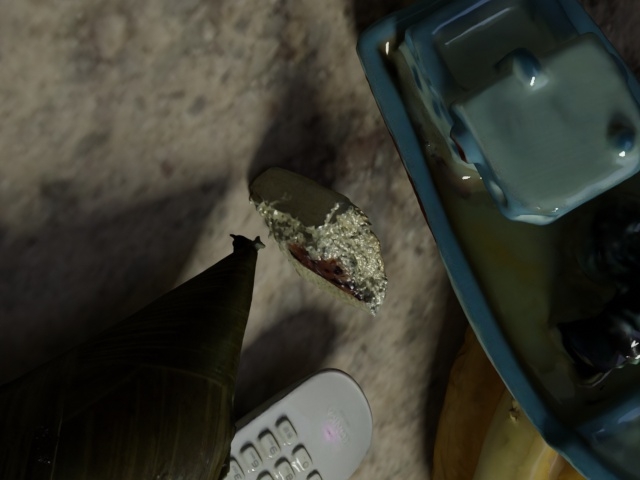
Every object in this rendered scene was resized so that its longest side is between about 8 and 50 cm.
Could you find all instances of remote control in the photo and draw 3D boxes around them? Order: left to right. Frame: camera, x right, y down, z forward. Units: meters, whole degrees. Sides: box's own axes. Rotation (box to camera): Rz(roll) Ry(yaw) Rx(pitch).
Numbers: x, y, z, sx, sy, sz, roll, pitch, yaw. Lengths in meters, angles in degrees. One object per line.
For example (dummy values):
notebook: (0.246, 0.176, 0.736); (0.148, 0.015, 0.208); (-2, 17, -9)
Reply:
remote control: (-0.066, 0.151, 0.687); (0.229, 0.044, 0.073); (-35, 117, -18)

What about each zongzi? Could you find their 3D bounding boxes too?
zongzi: (-0.134, 0.080, 0.553); (0.221, 0.112, 0.242); (26, 81, -44)

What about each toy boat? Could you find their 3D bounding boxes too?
toy boat: (0.144, 0.010, 0.634); (0.145, 0.133, 0.331); (-28, 88, -4)

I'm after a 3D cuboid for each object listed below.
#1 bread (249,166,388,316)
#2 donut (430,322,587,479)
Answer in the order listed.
bread: (0.000, 0.000, 0.668); (0.035, 0.070, 0.083); (-48, 138, -17)
donut: (0.254, 0.123, 0.861); (0.449, 0.198, 0.448); (-18, 118, -38)
